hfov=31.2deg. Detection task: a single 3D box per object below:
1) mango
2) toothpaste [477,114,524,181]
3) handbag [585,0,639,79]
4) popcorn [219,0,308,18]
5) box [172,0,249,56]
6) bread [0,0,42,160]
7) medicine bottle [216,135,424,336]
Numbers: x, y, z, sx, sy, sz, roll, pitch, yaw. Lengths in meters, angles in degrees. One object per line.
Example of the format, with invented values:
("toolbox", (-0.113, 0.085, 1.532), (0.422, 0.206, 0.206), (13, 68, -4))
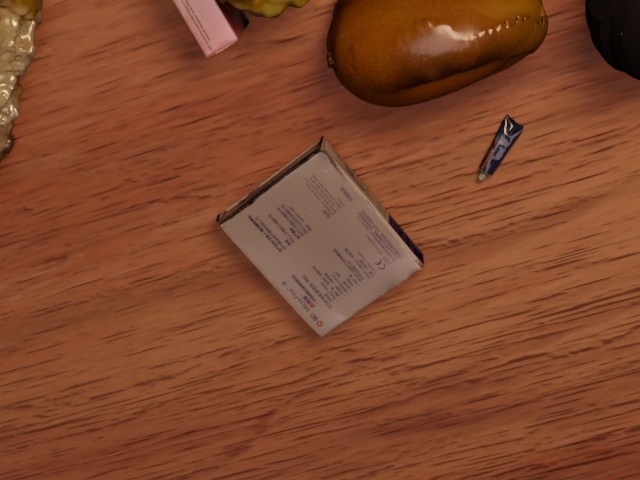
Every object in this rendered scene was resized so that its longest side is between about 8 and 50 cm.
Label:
("mango", (0.121, -0.217, 1.217), (0.236, 0.166, 0.136), (-14, 116, 12))
("toothpaste", (0.207, -0.105, 1.335), (0.027, 0.019, 0.083), (36, 113, 16))
("handbag", (0.392, -0.288, 1.125), (0.308, 0.254, 0.093), (-50, 59, 23))
("popcorn", (-0.057, -0.328, 1.175), (0.156, 0.197, 0.197), (-6, 113, 9))
("box", (-0.132, -0.272, 1.255), (0.043, 0.089, 0.125), (-26, 110, 15))
("bread", (-0.466, -0.190, 1.258), (0.270, 0.211, 0.315), (20, 111, -3))
("medicine bottle", (0.000, 0.000, 1.382), (0.171, 0.052, 0.201), (-37, 106, 19))
